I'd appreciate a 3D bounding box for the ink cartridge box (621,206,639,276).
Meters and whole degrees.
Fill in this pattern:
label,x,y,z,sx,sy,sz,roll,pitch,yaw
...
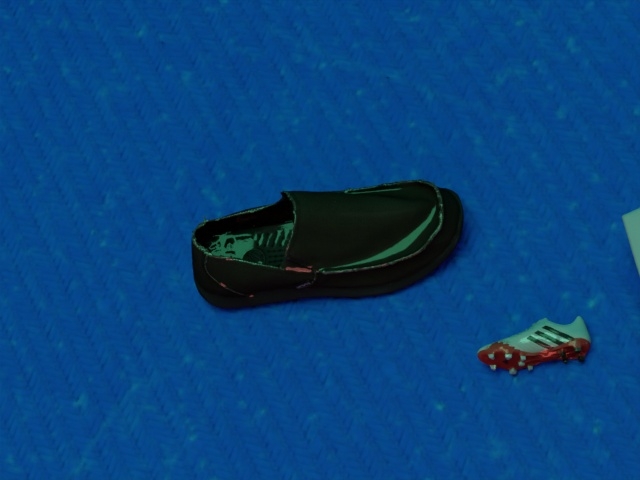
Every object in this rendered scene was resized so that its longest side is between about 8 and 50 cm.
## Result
label,x,y,z,sx,sy,sz,roll,pitch,yaw
ink cartridge box,0.286,0.020,1.404,0.115,0.067,0.198,-25,52,17

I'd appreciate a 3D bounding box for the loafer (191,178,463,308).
label,x,y,z,sx,sy,sz,roll,pitch,yaw
loafer,0.000,0.000,1.518,0.220,0.078,0.080,-15,60,11

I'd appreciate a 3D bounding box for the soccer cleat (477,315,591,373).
label,x,y,z,sx,sy,sz,roll,pitch,yaw
soccer cleat,0.156,0.074,1.460,0.083,0.029,0.036,-8,53,10
